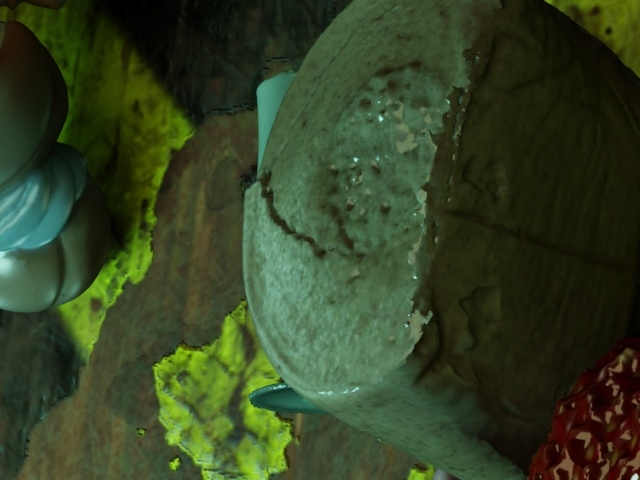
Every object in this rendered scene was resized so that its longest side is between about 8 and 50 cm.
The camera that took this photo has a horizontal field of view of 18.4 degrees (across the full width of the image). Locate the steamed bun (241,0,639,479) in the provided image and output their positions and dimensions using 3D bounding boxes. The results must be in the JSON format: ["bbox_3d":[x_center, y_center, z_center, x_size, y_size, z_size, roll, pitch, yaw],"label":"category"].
[{"bbox_3d":[0.073,-0.007,1.255,0.199,0.251,0.301,2,72,40],"label":"steamed bun"}]

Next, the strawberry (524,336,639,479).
[{"bbox_3d":[0.253,0.132,1.123,0.261,0.261,0.257,19,95,33],"label":"strawberry"}]

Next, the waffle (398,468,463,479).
[{"bbox_3d":[0.099,0.250,1.291,0.234,0.055,0.221,-38,63,18],"label":"waffle"}]

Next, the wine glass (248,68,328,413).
[{"bbox_3d":[0.000,0.000,1.383,0.103,0.103,0.231,-10,70,29],"label":"wine glass"}]

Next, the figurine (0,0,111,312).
[{"bbox_3d":[-0.279,-0.160,1.503,0.277,0.248,0.388,7,69,7],"label":"figurine"}]
